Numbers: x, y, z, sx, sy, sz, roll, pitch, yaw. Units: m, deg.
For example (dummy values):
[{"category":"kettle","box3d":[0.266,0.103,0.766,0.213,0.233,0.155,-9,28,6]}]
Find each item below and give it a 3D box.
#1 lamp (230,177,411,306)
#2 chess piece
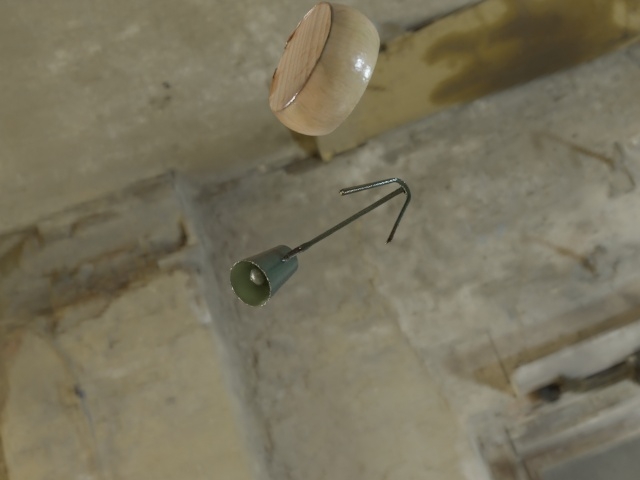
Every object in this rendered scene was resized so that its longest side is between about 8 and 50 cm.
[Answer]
[{"category":"lamp","box3d":[-0.001,0.000,0.719,0.121,0.041,0.054,-30,-177,40]},{"category":"chess piece","box3d":[0.001,-0.106,0.719,0.038,0.083,0.083,23,134,-24]}]
